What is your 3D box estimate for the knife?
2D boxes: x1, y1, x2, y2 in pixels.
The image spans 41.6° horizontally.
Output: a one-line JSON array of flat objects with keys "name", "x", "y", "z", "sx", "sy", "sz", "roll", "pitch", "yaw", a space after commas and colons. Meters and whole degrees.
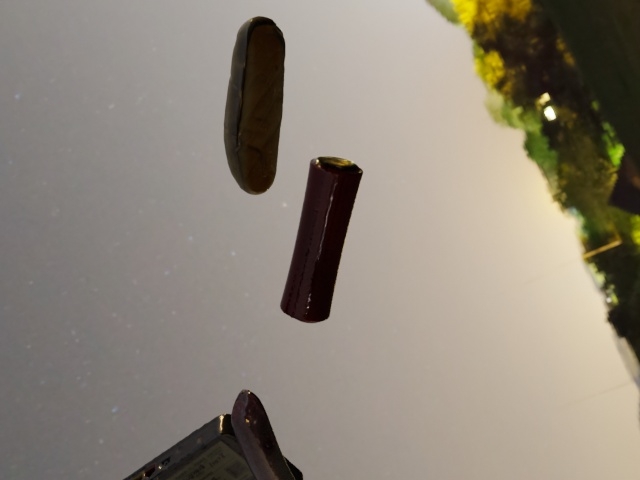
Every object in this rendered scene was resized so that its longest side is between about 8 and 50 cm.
[{"name": "knife", "x": -0.025, "y": 0.252, "z": 0.863, "sx": 0.053, "sy": 0.123, "sz": 0.278, "roll": -52, "pitch": -44, "yaw": -25}]

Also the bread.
[{"name": "bread", "x": -0.083, "y": -0.159, "z": 1.002, "sx": 0.073, "sy": 0.053, "sz": 0.214, "roll": -12, "pitch": -62, "yaw": -35}]

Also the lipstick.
[{"name": "lipstick", "x": 0.000, "y": 0.000, "z": 1.214, "sx": 0.080, "sy": 0.080, "sz": 0.241, "roll": -48, "pitch": -28, "yaw": -69}]

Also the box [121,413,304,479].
[{"name": "box", "x": -0.213, "y": 0.433, "z": 1.362, "sx": 0.211, "sy": 0.350, "sz": 0.058, "roll": 48, "pitch": -164, "yaw": -25}]
